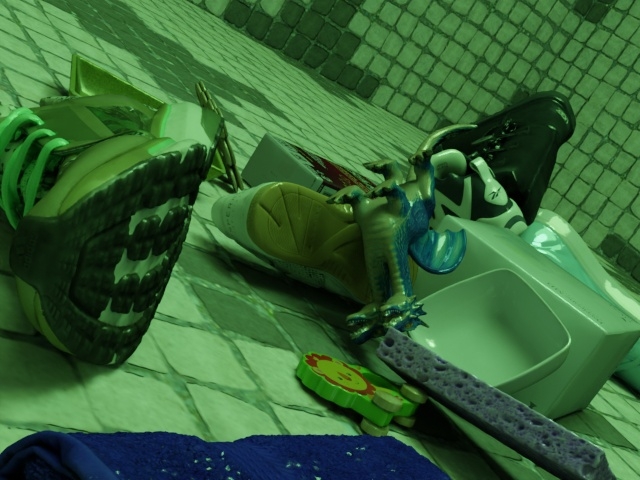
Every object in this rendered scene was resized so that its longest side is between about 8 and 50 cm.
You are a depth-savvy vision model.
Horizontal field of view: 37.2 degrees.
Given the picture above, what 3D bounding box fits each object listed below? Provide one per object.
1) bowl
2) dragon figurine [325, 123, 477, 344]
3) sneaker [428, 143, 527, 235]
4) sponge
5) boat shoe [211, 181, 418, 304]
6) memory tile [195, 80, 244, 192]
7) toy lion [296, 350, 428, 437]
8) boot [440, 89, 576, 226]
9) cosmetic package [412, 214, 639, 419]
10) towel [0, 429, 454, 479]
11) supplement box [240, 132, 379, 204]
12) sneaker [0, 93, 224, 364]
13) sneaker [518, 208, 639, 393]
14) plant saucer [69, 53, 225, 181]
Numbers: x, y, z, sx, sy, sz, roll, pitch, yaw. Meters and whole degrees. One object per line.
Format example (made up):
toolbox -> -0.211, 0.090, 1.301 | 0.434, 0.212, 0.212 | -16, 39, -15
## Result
bowl -> 0.169, 0.106, 0.977 | 0.142, 0.142, 0.053 | -123, -164, -47
dragon figurine -> 0.091, -0.011, 0.959 | 0.289, 0.085, 0.144 | -46, 119, -51
sneaker -> 0.176, -0.062, 1.363 | 0.235, 0.094, 0.153 | -3, -65, 63
sponge -> 0.151, 0.150, 0.815 | 0.210, 0.031, 0.117 | 29, -10, 32
boat shoe -> 0.000, 0.000, 1.006 | 0.096, 0.098, 0.277 | 8, -13, 43
memory tile -> -0.129, -0.131, 1.198 | 0.148, 0.012, 0.113 | -125, -162, -59
toy lion -> 0.030, 0.121, 0.786 | 0.096, 0.034, 0.100 | 30, 11, 24
boot -> 0.252, -0.082, 1.665 | 0.146, 0.367, 0.445 | 48, 35, -8
cosmetic package -> 0.238, 0.091, 1.139 | 0.224, 0.138, 0.224 | 39, 16, 25
towel -> 0.017, 0.170, 0.474 | 0.308, 0.076, 0.227 | 16, 22, -51
supplement box -> 0.022, -0.054, 1.296 | 0.239, 0.073, 0.130 | 20, 18, -47
sneaker -> -0.182, -0.036, 0.675 | 0.182, 0.158, 0.410 | 19, 9, -6
sneaker -> 0.403, 0.131, 1.482 | 0.366, 0.150, 0.135 | 48, -28, 6
plant saucer -> -0.210, -0.131, 1.092 | 0.188, 0.045, 0.188 | 27, 14, -22
